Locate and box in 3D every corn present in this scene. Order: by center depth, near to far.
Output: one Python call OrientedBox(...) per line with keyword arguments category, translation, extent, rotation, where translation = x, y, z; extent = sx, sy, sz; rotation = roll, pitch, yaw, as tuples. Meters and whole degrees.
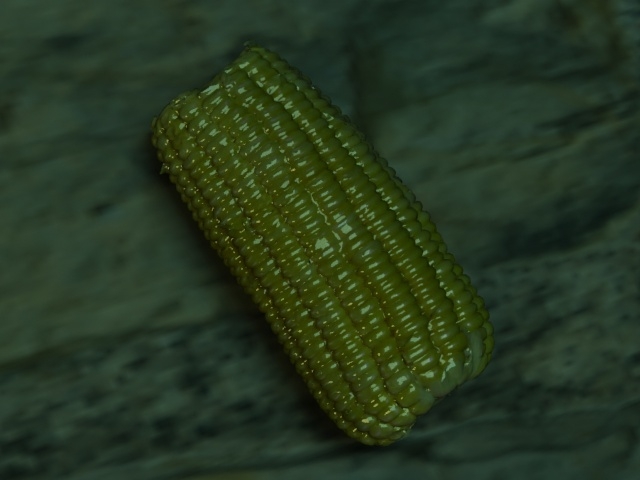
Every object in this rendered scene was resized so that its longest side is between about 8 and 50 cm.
OrientedBox(category="corn", translation=(0.000, 0.000, 0.769), extent=(0.085, 0.063, 0.165), rotation=(-38, 87, -8))
